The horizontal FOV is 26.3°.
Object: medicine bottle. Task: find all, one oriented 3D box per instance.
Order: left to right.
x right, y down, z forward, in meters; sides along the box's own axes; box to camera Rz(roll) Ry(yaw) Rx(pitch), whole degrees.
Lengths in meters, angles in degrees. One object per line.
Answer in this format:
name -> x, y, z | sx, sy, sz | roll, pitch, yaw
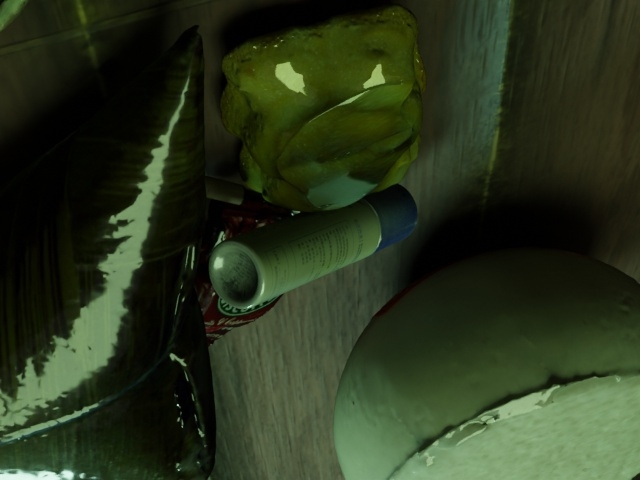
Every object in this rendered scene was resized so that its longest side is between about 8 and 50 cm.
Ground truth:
medicine bottle -> 0.000, 0.000, 1.168 | 0.231, 0.059, 0.059 | -22, 162, -52

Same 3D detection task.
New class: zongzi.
zongzi -> -0.275, 0.027, 1.025 | 0.403, 0.208, 0.432 | -5, 134, -14

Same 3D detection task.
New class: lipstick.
lipstick -> -0.106, -0.047, 1.137 | 0.094, 0.019, 0.019 | 13, 138, -32

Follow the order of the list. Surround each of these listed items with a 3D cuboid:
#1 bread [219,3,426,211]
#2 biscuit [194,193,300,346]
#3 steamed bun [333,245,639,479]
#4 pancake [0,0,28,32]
bread -> 0.009, -0.093, 1.078 | 0.160, 0.088, 0.233 | -21, 152, -4
biscuit -> -0.095, 0.042, 1.263 | 0.151, 0.063, 0.235 | 0, 142, -51
steamed bun -> 0.186, 0.145, 1.425 | 0.374, 0.241, 0.374 | -13, 145, -9
pancake -> -0.184, -0.126, 0.757 | 0.033, 0.288, 0.286 | 46, 150, -20
